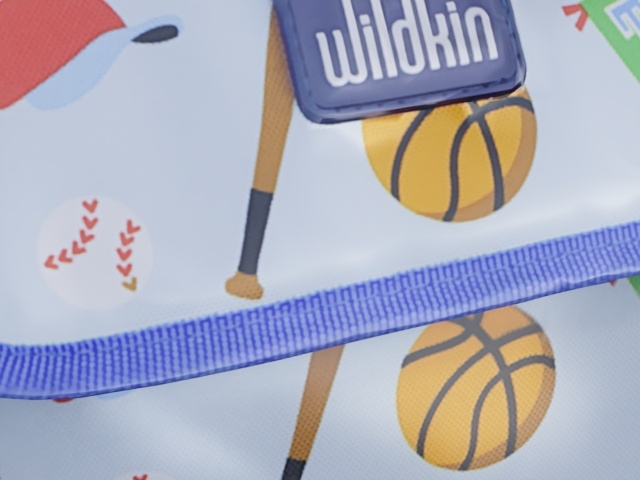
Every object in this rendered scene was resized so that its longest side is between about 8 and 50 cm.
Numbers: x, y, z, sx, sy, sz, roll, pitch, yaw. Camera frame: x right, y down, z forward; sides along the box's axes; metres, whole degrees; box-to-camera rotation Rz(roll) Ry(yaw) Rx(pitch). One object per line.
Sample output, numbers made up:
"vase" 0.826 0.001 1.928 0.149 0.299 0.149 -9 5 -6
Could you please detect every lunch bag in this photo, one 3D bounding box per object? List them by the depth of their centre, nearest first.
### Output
"lunch bag" 0.000 0.000 0.613 0.327 0.386 0.239 -12 26 -17
